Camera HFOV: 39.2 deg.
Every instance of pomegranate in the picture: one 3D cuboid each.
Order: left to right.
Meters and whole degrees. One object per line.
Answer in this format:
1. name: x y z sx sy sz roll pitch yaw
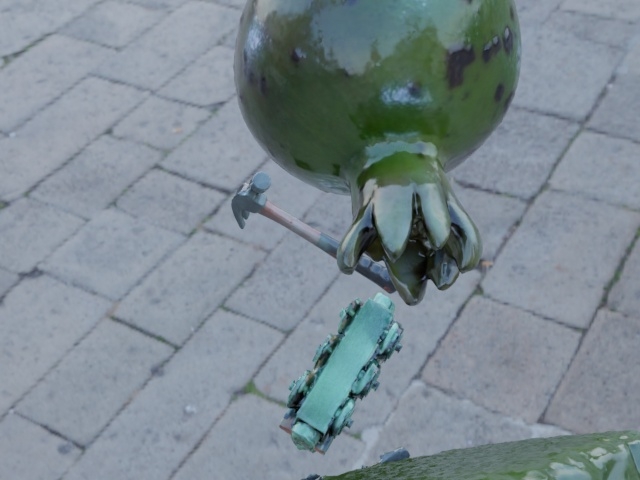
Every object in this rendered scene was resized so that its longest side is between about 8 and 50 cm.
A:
1. pomegranate: 0.056 -0.120 0.696 0.242 0.242 0.306 -15 41 -8

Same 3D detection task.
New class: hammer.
1. hammer: 0.000 -0.001 1.286 0.287 0.111 0.033 30 56 -20

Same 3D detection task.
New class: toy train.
1. toy train: 0.022 0.137 0.899 0.074 0.118 0.176 29 64 9

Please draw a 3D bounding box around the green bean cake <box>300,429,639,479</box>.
1. green bean cake: 0.067 0.210 0.537 0.246 0.157 0.249 -3 -12 -44
